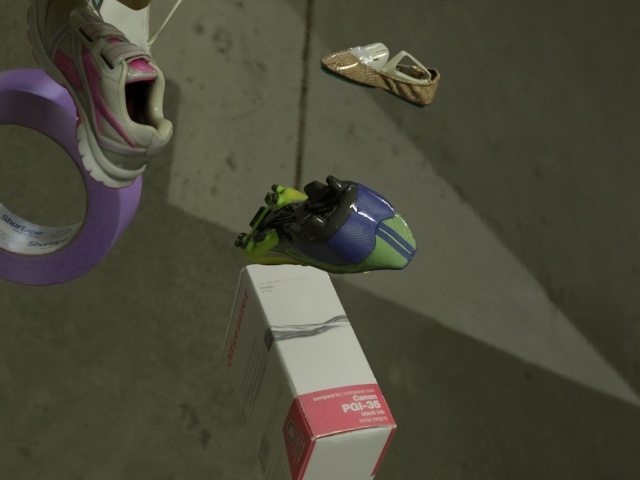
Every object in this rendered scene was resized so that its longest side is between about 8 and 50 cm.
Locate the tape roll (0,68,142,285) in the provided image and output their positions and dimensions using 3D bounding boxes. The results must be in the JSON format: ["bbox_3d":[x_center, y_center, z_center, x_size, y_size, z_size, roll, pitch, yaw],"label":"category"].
[{"bbox_3d":[-0.378,-0.081,1.500,0.275,0.274,0.090,56,23,-17],"label":"tape roll"}]

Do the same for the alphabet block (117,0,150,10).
[{"bbox_3d":[-0.217,-0.370,1.095,0.192,0.193,0.197,31,-8,4],"label":"alphabet block"}]

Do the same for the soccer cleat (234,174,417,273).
[{"bbox_3d":[0.000,0.001,1.154,0.121,0.289,0.093,34,77,-17],"label":"soccer cleat"}]

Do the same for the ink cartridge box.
[{"bbox_3d":[-0.025,0.192,1.490,0.117,0.207,0.283,-6,48,-22],"label":"ink cartridge box"}]

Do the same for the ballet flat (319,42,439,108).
[{"bbox_3d":[0.091,-0.249,1.646,0.206,0.067,0.073,10,31,-40],"label":"ballet flat"}]

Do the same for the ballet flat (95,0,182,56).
[{"bbox_3d":[-0.235,-0.436,1.669,0.139,0.139,0.400,0,115,-55],"label":"ballet flat"}]

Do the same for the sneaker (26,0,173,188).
[{"bbox_3d":[-0.233,-0.191,1.272,0.103,0.111,0.252,-29,95,-57],"label":"sneaker"}]
